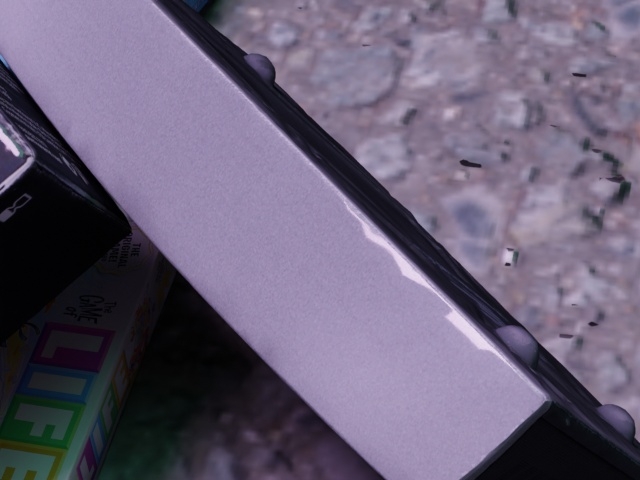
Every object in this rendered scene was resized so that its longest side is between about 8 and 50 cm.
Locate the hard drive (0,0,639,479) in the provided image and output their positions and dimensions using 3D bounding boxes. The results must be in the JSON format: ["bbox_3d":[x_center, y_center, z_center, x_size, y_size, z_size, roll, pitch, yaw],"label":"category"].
[{"bbox_3d":[0.000,0.000,0.586,0.054,0.172,0.255,-47,57,5],"label":"hard drive"}]

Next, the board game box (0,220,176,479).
[{"bbox_3d":[-0.120,0.053,0.636,0.103,0.026,0.154,8,50,12],"label":"board game box"}]

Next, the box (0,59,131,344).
[{"bbox_3d":[-0.169,-0.019,0.562,0.156,0.093,0.158,-40,74,2],"label":"box"}]

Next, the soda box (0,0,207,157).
[{"bbox_3d":[-0.106,-0.083,0.706,0.071,0.067,0.210,14,42,18],"label":"soda box"}]
